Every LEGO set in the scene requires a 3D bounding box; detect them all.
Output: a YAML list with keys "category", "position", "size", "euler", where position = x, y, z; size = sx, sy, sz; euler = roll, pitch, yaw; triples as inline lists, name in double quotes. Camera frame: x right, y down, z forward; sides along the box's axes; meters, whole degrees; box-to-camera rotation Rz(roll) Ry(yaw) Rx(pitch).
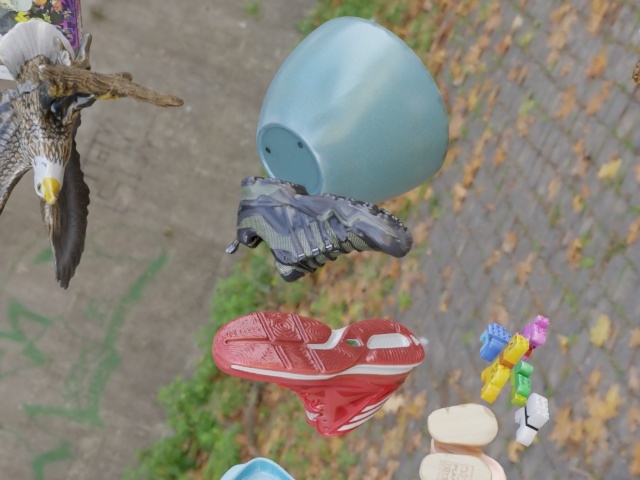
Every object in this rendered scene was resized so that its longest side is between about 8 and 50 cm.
- category: "LEGO set"
  position: [0.277, 0.165, 1.570]
  size: [0.093, 0.087, 0.227]
  euler: [-57, 12, 32]

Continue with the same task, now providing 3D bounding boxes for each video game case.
- category: "video game case"
  position: [-0.452, -0.325, 1.627]
  size: [0.232, 0.210, 0.041]
  euler: [100, 177, -52]

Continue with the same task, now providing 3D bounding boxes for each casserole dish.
- category: "casserole dish"
  position: [-0.062, 0.389, 1.557]
  size: [0.114, 0.188, 0.037]
  euler: [-45, -16, -19]

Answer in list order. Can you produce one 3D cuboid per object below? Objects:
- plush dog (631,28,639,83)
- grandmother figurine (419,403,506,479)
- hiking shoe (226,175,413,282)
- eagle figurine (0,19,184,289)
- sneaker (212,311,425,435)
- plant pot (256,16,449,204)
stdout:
- category: "plush dog"
  position: [0.614, -0.295, 1.771]
  size: [0.210, 0.225, 0.262]
  euler: [-60, 33, 3]
- category: "grandmother figurine"
  position: [0.141, 0.348, 1.276]
  size: [0.342, 0.104, 0.207]
  euler: [91, -161, -44]
- category: "hiking shoe"
  position: [0.000, 0.000, 1.315]
  size: [0.086, 0.227, 0.114]
  euler: [5, -79, -64]
- category: "eagle figurine"
  position: [-0.347, -0.095, 1.358]
  size: [0.298, 0.226, 0.225]
  euler: [-52, 6, 30]
- category: "sneaker"
  position: [-0.013, 0.142, 1.074]
  size: [0.128, 0.221, 0.087]
  euler: [-66, 33, 30]
- category: "plant pot"
  position: [0.019, -0.161, 1.682]
  size: [0.195, 0.290, 0.290]
  euler: [-38, -8, -33]
